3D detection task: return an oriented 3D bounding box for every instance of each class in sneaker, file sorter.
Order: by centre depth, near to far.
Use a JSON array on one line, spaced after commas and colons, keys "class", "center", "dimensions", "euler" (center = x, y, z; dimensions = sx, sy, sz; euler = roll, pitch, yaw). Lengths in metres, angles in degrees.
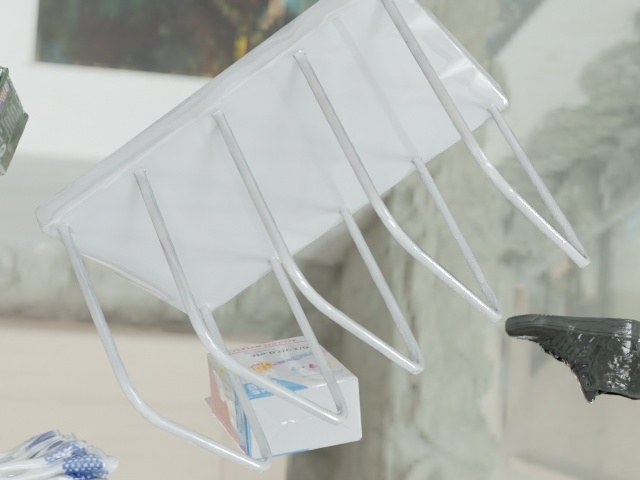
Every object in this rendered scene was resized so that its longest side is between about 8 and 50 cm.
[{"class": "file sorter", "center": [0.000, 0.000, 1.056], "dimensions": [0.193, 0.277, 0.173], "euler": [36, 24, -54]}, {"class": "sneaker", "center": [0.268, 0.123, 1.656], "dimensions": [0.051, 0.170, 0.089], "euler": [31, 62, -70]}]

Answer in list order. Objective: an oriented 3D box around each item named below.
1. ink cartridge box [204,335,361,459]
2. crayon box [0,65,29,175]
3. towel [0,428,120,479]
[{"class": "ink cartridge box", "center": [-0.041, 0.135, 1.494], "dimensions": [0.181, 0.104, 0.062], "euler": [-147, -130, -69]}, {"class": "crayon box", "center": [-0.484, -0.175, 1.751], "dimensions": [0.202, 0.318, 0.081], "euler": [106, 3, -79]}, {"class": "towel", "center": [-0.240, 0.112, 0.732], "dimensions": [0.209, 0.285, 0.034], "euler": [158, -71, -77]}]
